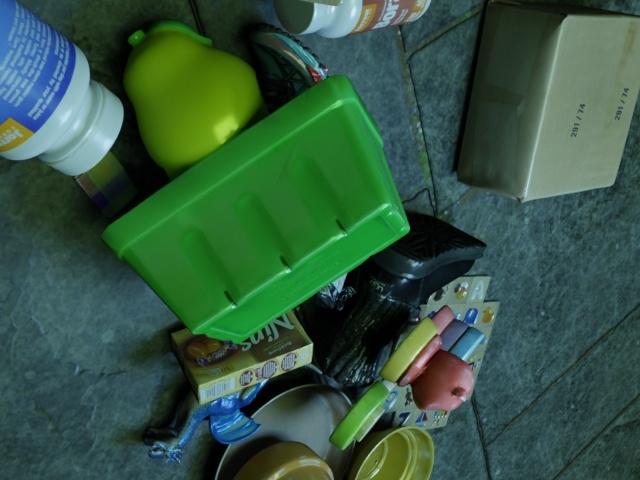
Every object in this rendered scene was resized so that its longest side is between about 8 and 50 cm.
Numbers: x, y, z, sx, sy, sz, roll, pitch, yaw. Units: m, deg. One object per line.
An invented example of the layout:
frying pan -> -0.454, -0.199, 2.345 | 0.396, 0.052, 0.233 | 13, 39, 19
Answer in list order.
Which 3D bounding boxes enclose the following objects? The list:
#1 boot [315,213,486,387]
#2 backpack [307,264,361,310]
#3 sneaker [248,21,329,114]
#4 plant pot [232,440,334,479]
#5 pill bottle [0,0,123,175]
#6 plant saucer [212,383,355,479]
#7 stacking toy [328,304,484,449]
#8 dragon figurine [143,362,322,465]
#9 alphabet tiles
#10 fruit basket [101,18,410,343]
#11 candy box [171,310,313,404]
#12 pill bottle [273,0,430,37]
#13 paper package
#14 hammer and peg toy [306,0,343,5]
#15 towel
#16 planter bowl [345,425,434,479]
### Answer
boot -> 0.137, 0.097, 1.508 | 0.348, 0.131, 0.260 | -10, 129, -54
backpack -> 0.000, 0.000, 1.340 | 0.182, 0.151, 0.115 | -62, 149, -17
sneaker -> -0.041, -0.186, 1.242 | 0.125, 0.104, 0.262 | -44, 131, -12
plant pot -> -0.030, 0.467, 1.438 | 0.205, 0.188, 0.205 | -19, 122, -34
pill bottle -> -0.349, -0.181, 0.939 | 0.272, 0.152, 0.152 | 37, 84, -44
plant saucer -> -0.068, 0.382, 1.529 | 0.310, 0.050, 0.311 | -18, 120, -34
stacking toy -> 0.165, 0.257, 1.470 | 0.280, 0.130, 0.309 | -54, 167, 16
dragon figurine -> -0.145, 0.259, 1.375 | 0.289, 0.085, 0.144 | -9, 118, -33
alphabet tiles -> 0.239, 0.230, 1.750 | 0.285, 0.011, 0.343 | 1, 109, -41
fruit basket -> -0.110, -0.099, 1.135 | 0.392, 0.392, 0.283 | -59, 162, -2
candy box -> -0.117, 0.162, 1.310 | 0.186, 0.109, 0.053 | -18, 140, -21
pill bottle -> 0.045, -0.350, 1.219 | 0.216, 0.121, 0.121 | -22, 123, -35
paper package -> 0.422, -0.254, 1.568 | 0.309, 0.168, 0.325 | -10, 116, -39
hammer and peg toy -> -0.071, -0.473, 1.004 | 0.265, 0.127, 0.362 | 7, 108, -7
towel -> -0.281, -0.075, 1.150 | 0.060, 0.009, 0.083 | -46, 134, -16
planter bowl -> 0.112, 0.436, 1.681 | 0.217, 0.090, 0.217 | -18, 120, -35
